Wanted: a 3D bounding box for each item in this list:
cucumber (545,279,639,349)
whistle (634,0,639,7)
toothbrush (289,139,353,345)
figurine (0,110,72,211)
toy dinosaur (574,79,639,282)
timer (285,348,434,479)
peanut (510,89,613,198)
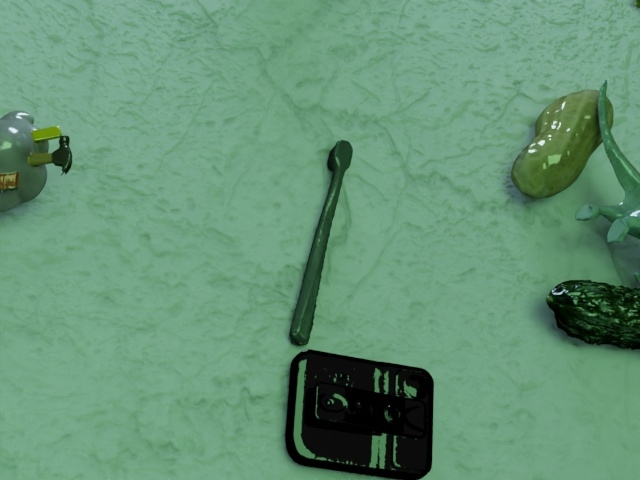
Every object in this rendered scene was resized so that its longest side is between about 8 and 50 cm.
[{"bbox_3d":[0.469,0.115,1.680,0.359,0.096,0.096,8,67,-16],"label":"cucumber"},{"bbox_3d":[0.531,-0.474,1.948,0.104,0.057,0.198,3,74,22],"label":"whistle"},{"bbox_3d":[0.000,0.000,1.577,0.030,0.030,0.297,23,64,-21],"label":"toothbrush"},{"bbox_3d":[-0.404,-0.107,1.421,0.229,0.112,0.137,27,53,6],"label":"figurine"},{"bbox_3d":[0.443,-0.041,1.667,0.205,0.092,0.393,2,57,-32],"label":"toy dinosaur"},{"bbox_3d":[0.052,0.216,1.494,0.187,0.055,0.144,11,66,-17],"label":"timer"},{"bbox_3d":[0.347,-0.140,1.734,0.098,0.090,0.214,34,60,6],"label":"peanut"}]
